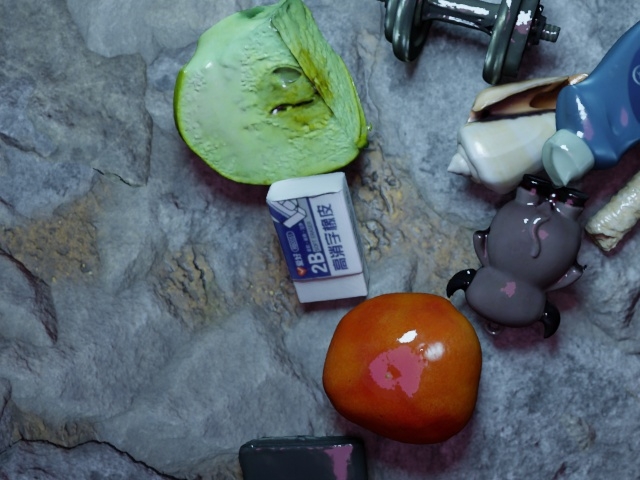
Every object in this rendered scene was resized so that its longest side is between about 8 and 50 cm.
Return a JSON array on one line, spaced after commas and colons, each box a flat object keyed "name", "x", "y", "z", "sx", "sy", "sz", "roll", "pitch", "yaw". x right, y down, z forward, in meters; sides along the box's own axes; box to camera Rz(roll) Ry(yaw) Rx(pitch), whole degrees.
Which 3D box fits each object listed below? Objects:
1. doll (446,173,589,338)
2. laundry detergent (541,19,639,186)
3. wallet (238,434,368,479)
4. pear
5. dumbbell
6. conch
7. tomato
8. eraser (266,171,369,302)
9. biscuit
[{"name": "doll", "x": 0.305, "y": 0.030, "z": 1.140, "sx": 0.182, "sy": 0.117, "sz": 0.257, "roll": 22, "pitch": 118, "yaw": 14}, {"name": "laundry detergent", "x": 0.429, "y": -0.195, "z": 1.081, "sx": 0.290, "sy": 0.094, "sz": 0.143, "roll": -42, "pitch": 101, "yaw": -10}, {"name": "wallet", "x": -0.012, "y": 0.544, "z": 1.296, "sx": 0.228, "sy": 0.062, "sz": 0.406, "roll": -6, "pitch": 92, "yaw": 14}, {"name": "pear", "x": -0.098, "y": -0.224, "z": 1.212, "sx": 0.281, "sy": 0.176, "sz": 0.286, "roll": -26, "pitch": 116, "yaw": 24}, {"name": "dumbbell", "x": 0.214, "y": -0.346, "z": 1.125, "sx": 0.289, "sy": 0.192, "sz": 0.192, "roll": 18, "pitch": 97, "yaw": 13}, {"name": "conch", "x": 0.307, "y": -0.165, "z": 1.167, "sx": 0.255, "sy": 0.127, "sz": 0.158, "roll": -21, "pitch": 88, "yaw": -12}, {"name": "tomato", "x": 0.127, "y": 0.199, "z": 1.183, "sx": 0.259, "sy": 0.180, "sz": 0.260, "roll": 0, "pitch": 91, "yaw": 14}, {"name": "eraser", "x": 0.000, "y": 0.000, "z": 1.212, "sx": 0.124, "sy": 0.068, "sz": 0.210, "roll": -8, "pitch": 124, "yaw": 13}, {"name": "biscuit", "x": 0.496, "y": -0.077, "z": 1.142, "sx": 0.061, "sy": 0.055, "sz": 0.219, "roll": 43, "pitch": 102, "yaw": -3}]
